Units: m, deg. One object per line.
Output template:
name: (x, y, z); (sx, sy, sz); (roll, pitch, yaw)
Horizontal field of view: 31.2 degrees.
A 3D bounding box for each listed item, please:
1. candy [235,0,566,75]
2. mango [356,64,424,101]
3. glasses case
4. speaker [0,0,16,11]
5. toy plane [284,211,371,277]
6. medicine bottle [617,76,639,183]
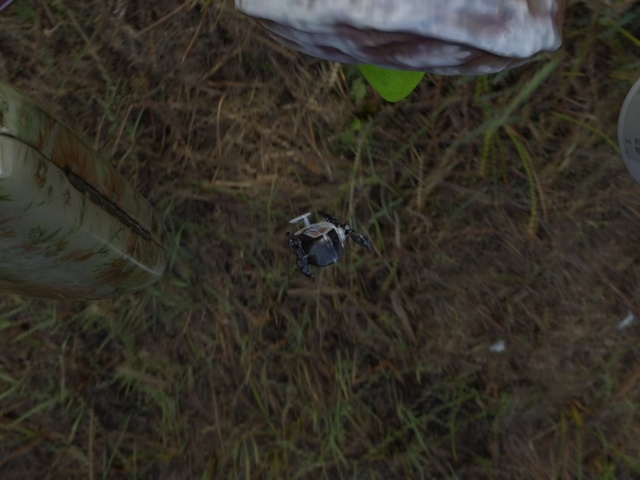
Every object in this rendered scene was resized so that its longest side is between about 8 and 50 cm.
candy: (0.061, -0.214, 0.897); (0.214, 0.289, 0.157); (-4, 106, -44)
mango: (0.083, -0.324, 1.506); (0.156, 0.192, 0.343); (6, 140, 22)
glasses case: (-0.207, -0.024, 0.737); (0.157, 0.425, 0.098); (1, 80, 5)
speaker: (-0.500, -0.302, 1.530); (0.198, 0.329, 0.259); (25, 100, -14)
toy plane: (-0.001, 0.000, 1.371); (0.078, 0.197, 0.053); (-24, 102, -8)
medicine bottle: (0.338, -0.080, 0.931); (0.135, 0.215, 0.135); (-2, 103, -7)
